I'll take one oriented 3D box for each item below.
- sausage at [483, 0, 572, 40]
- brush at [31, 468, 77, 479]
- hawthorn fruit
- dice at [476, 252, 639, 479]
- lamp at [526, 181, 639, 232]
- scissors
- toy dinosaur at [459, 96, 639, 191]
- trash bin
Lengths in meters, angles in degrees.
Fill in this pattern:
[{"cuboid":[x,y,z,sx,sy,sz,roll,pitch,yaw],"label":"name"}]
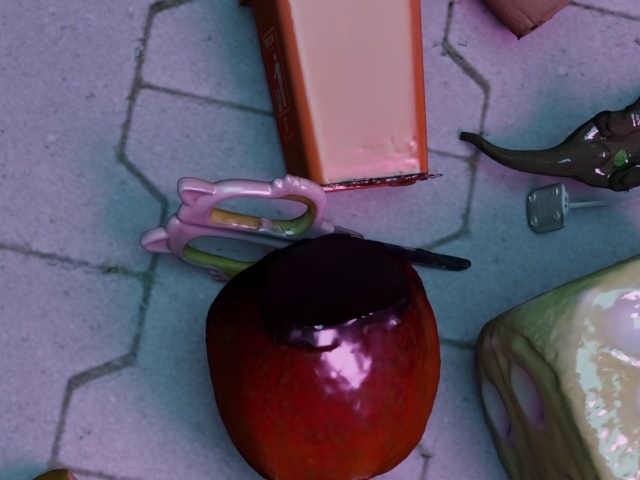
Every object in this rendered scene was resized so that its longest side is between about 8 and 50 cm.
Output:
[{"cuboid":[0.156,-0.322,1.542,0.123,0.123,0.253,-41,90,-15],"label":"sausage"},{"cuboid":[-0.215,0.327,1.332,0.166,0.174,0.267,-35,57,-4],"label":"brush"},{"cuboid":[0.007,0.120,1.389,0.215,0.215,0.250,-9,103,-12],"label":"hawthorn fruit"},{"cuboid":[0.296,0.141,1.413,0.254,0.250,0.252,-22,84,-15],"label":"dice"},{"cuboid":[0.300,-0.037,1.567,0.198,0.056,0.050,-3,81,-23],"label":"lamp"},{"cuboid":[0.000,0.000,1.459,0.317,0.160,0.024,10,51,-26],"label":"scissors"},{"cuboid":[0.259,-0.088,1.552,0.187,0.179,0.087,-17,97,-44],"label":"toy dinosaur"},{"cuboid":[0.035,-0.164,1.479,0.184,0.161,0.239,-9,88,-12],"label":"trash bin"}]
